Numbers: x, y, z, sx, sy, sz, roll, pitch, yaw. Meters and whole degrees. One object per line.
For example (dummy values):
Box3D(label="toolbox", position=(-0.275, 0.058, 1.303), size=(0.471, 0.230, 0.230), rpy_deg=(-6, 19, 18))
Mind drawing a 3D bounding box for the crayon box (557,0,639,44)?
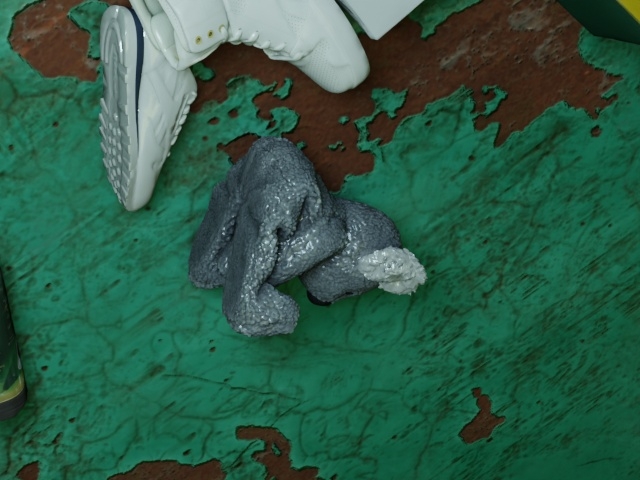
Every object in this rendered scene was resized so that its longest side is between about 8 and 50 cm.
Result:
Box3D(label="crayon box", position=(0.300, -0.421, 1.476), size=(0.313, 0.106, 0.363), rpy_deg=(32, 83, -42))

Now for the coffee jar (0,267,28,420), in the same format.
Box3D(label="coffee jar", position=(-0.368, 0.105, 1.642), size=(0.079, 0.096, 0.184), rpy_deg=(-14, 126, -13))

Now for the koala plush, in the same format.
Box3D(label="koala plush", position=(0.000, 0.000, 1.689), size=(0.221, 0.196, 0.203), rpy_deg=(12, 106, -27))

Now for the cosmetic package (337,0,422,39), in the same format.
Box3D(label="cosmetic package", position=(0.056, -0.365, 1.492), size=(0.224, 0.138, 0.224), rpy_deg=(-40, 132, 3))

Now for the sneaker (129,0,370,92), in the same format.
Box3D(label="sneaker", position=(-0.084, -0.214, 1.519), size=(0.292, 0.108, 0.169), rpy_deg=(47, 70, -30))

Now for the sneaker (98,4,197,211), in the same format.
Box3D(label="sneaker", position=(-0.174, -0.135, 1.581), size=(0.095, 0.090, 0.235), rpy_deg=(-12, 128, -29))
